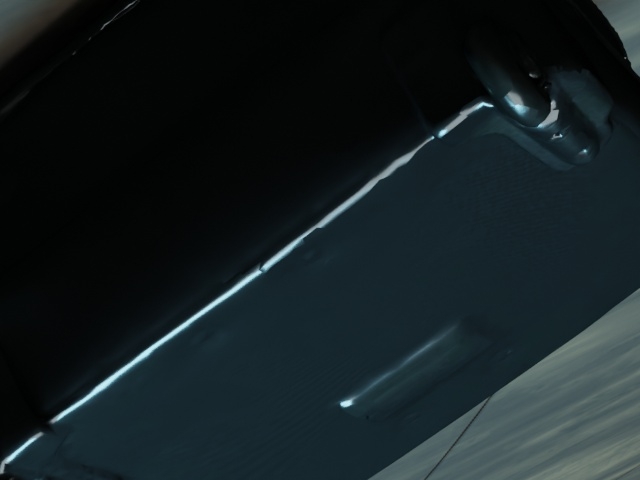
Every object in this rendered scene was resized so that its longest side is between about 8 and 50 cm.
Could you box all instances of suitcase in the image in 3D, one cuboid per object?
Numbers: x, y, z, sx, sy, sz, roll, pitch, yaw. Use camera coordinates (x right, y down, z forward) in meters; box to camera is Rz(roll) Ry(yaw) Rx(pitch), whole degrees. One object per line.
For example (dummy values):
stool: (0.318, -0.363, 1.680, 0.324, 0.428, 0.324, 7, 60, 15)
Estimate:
suitcase: (0.000, 0.000, 0.851, 0.345, 0.188, 0.339, -38, 150, 13)
